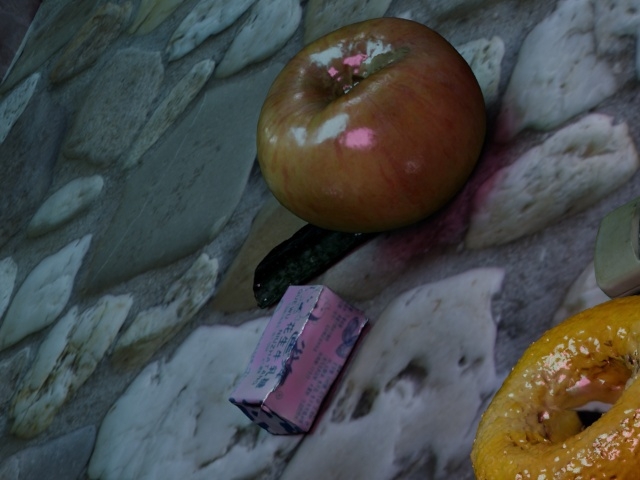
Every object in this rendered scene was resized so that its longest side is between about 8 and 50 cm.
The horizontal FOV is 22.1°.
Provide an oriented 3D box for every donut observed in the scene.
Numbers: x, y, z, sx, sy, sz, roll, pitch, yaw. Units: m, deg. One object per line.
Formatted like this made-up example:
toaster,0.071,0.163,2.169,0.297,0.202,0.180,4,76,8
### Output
donut,0.230,0.149,1.301,0.253,0.118,0.253,-36,17,13

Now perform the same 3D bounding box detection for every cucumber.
cucumber,0.000,0.000,1.938,0.220,0.046,0.070,-33,25,32

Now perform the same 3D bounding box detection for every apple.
apple,0.058,-0.120,1.790,0.261,0.194,0.261,-17,46,18

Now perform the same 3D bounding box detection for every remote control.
remote control,0.336,-0.027,1.422,0.233,0.038,0.098,-30,34,37

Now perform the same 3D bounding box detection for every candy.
candy,-0.022,0.127,1.775,0.092,0.073,0.160,-8,50,61
